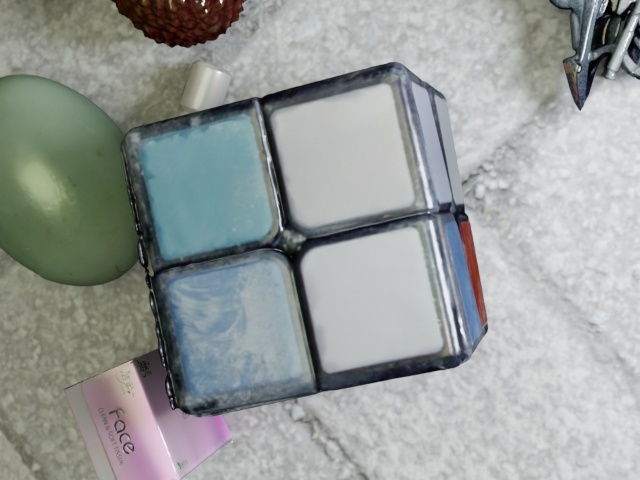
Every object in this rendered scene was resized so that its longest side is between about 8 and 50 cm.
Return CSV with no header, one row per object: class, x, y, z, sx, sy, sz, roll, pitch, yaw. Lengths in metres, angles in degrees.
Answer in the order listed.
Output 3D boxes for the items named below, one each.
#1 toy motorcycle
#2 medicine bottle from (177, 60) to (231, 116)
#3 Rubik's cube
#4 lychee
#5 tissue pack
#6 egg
toy motorcycle,0.312,-0.313,1.359,0.173,0.108,0.307,-17,95,12
medicine bottle,-0.147,-0.174,1.482,0.052,0.052,0.089,20,95,10
Rubik's cube,0.000,0.000,1.328,0.318,0.313,0.316,-11,89,12
lychee,-0.166,-0.322,1.419,0.188,0.188,0.188,0,92,11
tissue pack,-0.193,0.207,1.404,0.092,0.246,0.149,-22,89,9
egg,-0.322,-0.072,1.442,0.203,0.203,0.283,-35,88,10
